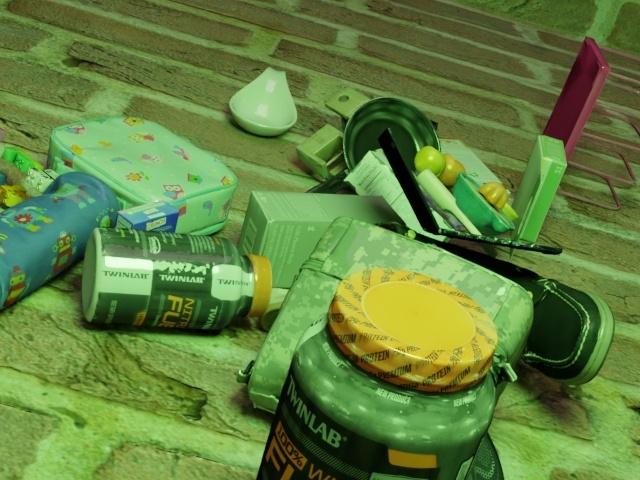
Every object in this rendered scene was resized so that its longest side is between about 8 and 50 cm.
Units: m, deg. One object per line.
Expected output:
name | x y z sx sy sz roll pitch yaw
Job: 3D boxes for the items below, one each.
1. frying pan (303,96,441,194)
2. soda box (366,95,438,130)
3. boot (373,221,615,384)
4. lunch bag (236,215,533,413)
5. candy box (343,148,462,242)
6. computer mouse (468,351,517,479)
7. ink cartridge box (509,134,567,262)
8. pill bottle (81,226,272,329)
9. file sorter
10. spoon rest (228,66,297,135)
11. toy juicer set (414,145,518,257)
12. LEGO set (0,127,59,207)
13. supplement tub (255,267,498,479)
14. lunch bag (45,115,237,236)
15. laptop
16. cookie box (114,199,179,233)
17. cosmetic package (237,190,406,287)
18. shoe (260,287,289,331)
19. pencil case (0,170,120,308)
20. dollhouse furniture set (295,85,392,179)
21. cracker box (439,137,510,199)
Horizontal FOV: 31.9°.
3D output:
frying pan | 0.093 -0.114 2.021 0.197 0.053 0.326 39 70 -11
soda box | 0.159 -0.246 2.368 0.169 0.053 0.060 21 28 10
boot | 0.220 0.080 1.592 0.284 0.138 0.377 19 8 -16
lunch bag | 0.081 0.148 1.413 0.305 0.212 0.256 25 60 15
candy box | 0.146 -0.067 1.896 0.196 0.070 0.165 43 14 5
computer mouse | 0.156 0.245 1.234 0.072 0.272 0.188 -6 0 -38
ink cartridge box | 0.395 -0.073 2.046 0.056 0.171 0.235 17 27 0
pill bottle | -0.192 0.054 1.525 0.246 0.130 0.130 5 29 -20
file sorter | 0.593 -0.238 2.342 0.182 0.290 0.202 17 27 -6
spoon rest | -0.108 -0.286 2.264 0.137 0.084 0.276 15 26 -3
toy juicer set | 0.249 -0.088 1.893 0.209 0.089 0.329 46 13 2
LEGO set | -0.489 -0.102 1.698 0.227 0.087 0.093 34 17 31
supplement tub | 0.050 0.211 1.138 0.207 0.338 0.207 13 27 -6
lunch bag | -0.294 -0.095 1.776 0.279 0.108 0.224 31 33 28
laptop | 0.208 -0.068 1.627 0.264 0.136 0.234 10 2 0
cookie box | -0.255 0.003 1.611 0.040 0.107 0.092 33 31 29
cosmetic package | 0.000 0.000 1.742 0.238 0.127 0.107 1 30 -24
shoe | 0.023 0.107 1.605 0.219 0.076 0.058 10 33 -8
pencil case | -0.402 0.001 1.523 0.133 0.119 0.306 18 26 17
dollhouse furniture set | 0.035 -0.177 2.137 0.184 0.129 0.129 -38 53 -22
cracker box | 0.243 -0.123 2.171 0.156 0.067 0.232 2 29 -22
